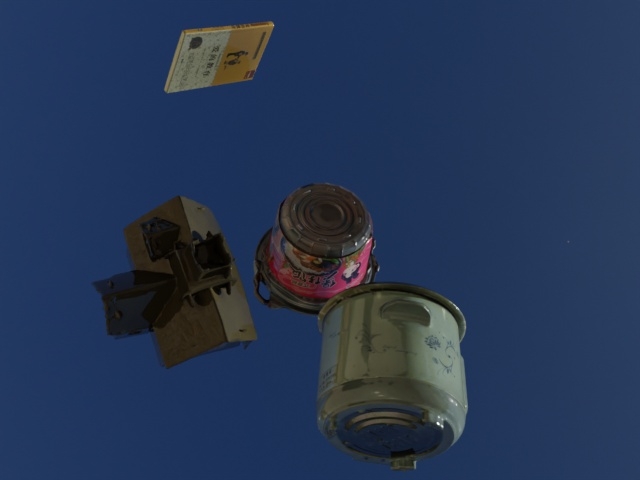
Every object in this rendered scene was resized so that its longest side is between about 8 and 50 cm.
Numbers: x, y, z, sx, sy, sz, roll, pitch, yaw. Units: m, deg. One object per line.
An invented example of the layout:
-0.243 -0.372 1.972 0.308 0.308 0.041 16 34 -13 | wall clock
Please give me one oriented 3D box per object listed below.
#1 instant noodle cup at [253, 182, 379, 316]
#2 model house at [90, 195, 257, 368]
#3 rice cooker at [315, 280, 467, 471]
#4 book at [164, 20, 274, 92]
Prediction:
0.000 0.000 1.342 0.258 0.302 0.181 35 -34 17 | instant noodle cup
-0.192 0.057 0.890 0.205 0.243 0.211 -16 -102 -25 | model house
0.120 0.214 1.139 0.265 0.316 0.316 8 -87 -2 | rice cooker
-0.160 -0.291 1.051 0.012 0.172 0.118 53 -42 18 | book
